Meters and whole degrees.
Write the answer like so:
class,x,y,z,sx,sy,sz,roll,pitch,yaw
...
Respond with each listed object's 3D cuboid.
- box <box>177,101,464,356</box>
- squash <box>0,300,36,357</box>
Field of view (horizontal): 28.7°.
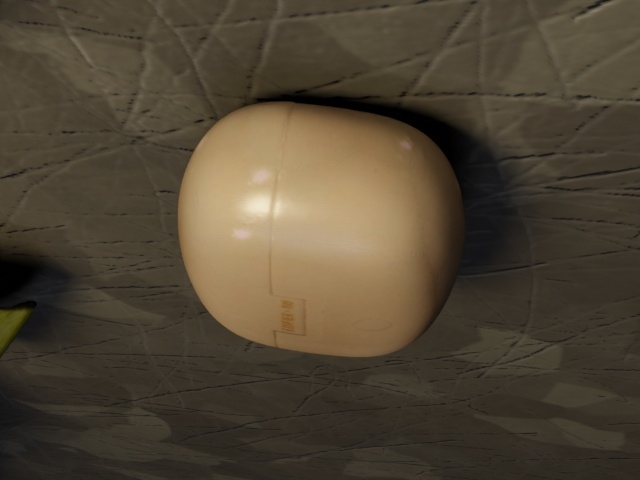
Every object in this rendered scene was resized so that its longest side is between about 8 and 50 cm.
class,x,y,z,sx,sy,sz,roll,pitch,yaw
box,0.000,0.000,0.648,0.146,0.088,0.200,9,157,4
squash,-0.299,0.050,0.893,0.204,0.155,0.237,40,-161,28
